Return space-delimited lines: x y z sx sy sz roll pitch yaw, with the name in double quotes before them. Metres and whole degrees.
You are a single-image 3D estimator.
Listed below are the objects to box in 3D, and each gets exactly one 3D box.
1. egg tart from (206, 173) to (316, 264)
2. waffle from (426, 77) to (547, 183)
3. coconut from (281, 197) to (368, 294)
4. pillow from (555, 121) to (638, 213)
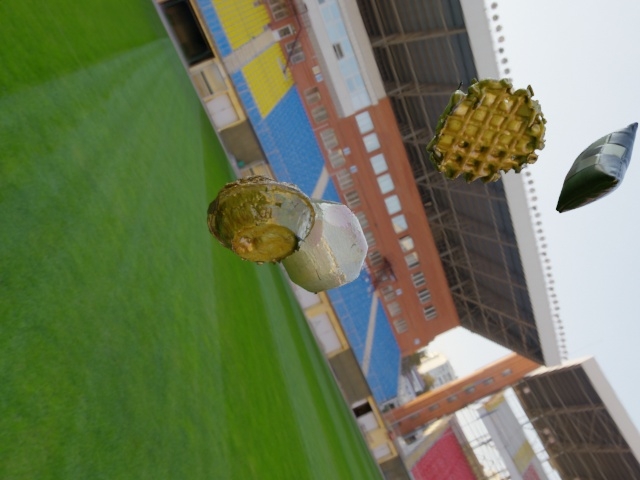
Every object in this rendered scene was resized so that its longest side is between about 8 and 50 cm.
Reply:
"egg tart" -0.105 -0.024 0.932 0.212 0.213 0.090 69 13 -50
"waffle" 0.359 -0.227 1.139 0.280 0.263 0.060 46 37 -38
"coconut" -0.001 0.000 1.282 0.227 0.227 0.230 -138 -153 -82
"pillow" 0.714 -0.185 1.323 0.106 0.249 0.186 41 -31 -3
